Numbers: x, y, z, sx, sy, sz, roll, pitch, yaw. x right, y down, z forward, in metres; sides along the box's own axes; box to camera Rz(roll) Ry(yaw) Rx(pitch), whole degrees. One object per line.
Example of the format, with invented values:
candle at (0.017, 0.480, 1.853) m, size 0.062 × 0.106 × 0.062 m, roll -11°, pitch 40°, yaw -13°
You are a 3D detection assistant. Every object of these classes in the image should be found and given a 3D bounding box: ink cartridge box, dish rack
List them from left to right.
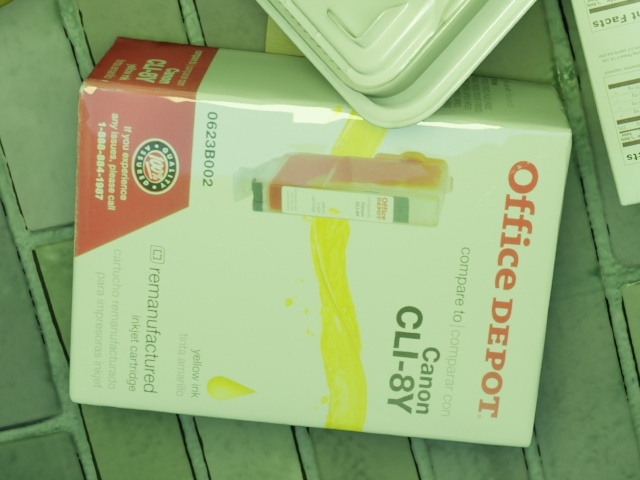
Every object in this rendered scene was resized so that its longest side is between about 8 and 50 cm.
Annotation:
ink cartridge box at (0.000, 0.000, 1.322) m, size 0.385 × 0.160 × 0.279 m, roll 6°, pitch 109°, yaw 2°
dish rack at (0.043, -0.275, 1.179) m, size 0.285 × 0.072 × 0.333 m, roll -48°, pitch 55°, yaw 13°

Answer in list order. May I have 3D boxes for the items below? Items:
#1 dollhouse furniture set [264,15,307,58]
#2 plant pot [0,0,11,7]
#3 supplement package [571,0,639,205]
dollhouse furniture set at (0.037, -0.240, 1.338) m, size 0.144 × 0.123 × 0.151 m, roll 9°, pitch 139°, yaw 2°
plant pot at (-0.355, -0.265, 1.252) m, size 0.239 × 0.254 × 0.254 m, roll -26°, pitch 102°, yaw 32°
supplement package at (0.301, -0.193, 1.229) m, size 0.198 × 0.199 × 0.262 m, roll -12°, pitch 103°, yaw 17°
